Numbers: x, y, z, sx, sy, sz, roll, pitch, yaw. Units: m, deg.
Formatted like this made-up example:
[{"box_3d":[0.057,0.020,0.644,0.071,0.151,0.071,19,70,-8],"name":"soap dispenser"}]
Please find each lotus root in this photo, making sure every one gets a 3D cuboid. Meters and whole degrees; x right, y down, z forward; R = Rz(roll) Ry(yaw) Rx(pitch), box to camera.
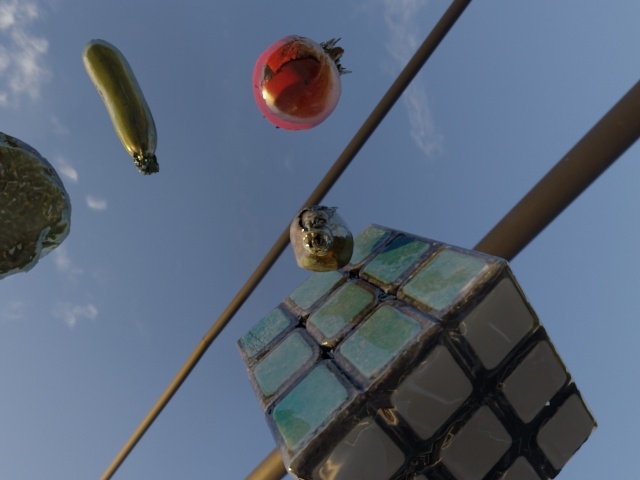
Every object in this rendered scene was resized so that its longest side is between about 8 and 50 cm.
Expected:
[{"box_3d":[0.002,-0.002,0.523,0.088,0.165,0.088,0,-101,2],"name":"lotus root"}]

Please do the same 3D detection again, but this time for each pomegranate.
[{"box_3d":[-0.042,-0.363,0.951,0.235,0.210,0.210,-34,-78,0],"name":"pomegranate"}]

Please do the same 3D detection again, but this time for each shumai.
[{"box_3d":[-0.613,-0.029,0.731,0.304,0.263,0.309,-39,-93,-28],"name":"shumai"}]

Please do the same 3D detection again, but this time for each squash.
[{"box_3d":[-0.234,-0.162,0.493,0.052,0.052,0.183,-24,-98,-6],"name":"squash"}]

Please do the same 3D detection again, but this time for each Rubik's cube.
[{"box_3d":[0.109,0.192,0.567,0.301,0.305,0.304,-42,-67,-11],"name":"Rubik's cube"}]
